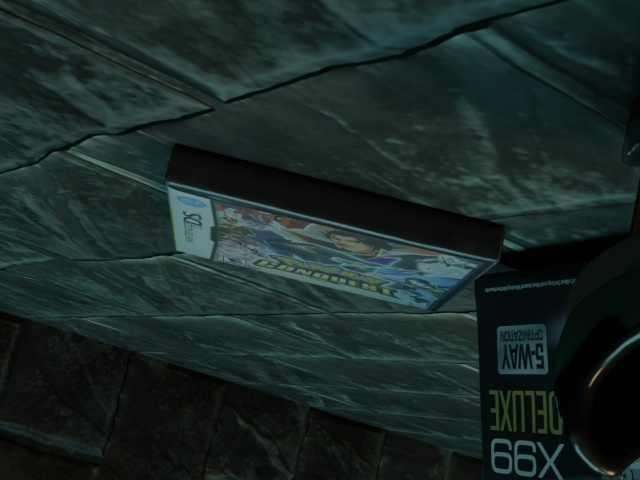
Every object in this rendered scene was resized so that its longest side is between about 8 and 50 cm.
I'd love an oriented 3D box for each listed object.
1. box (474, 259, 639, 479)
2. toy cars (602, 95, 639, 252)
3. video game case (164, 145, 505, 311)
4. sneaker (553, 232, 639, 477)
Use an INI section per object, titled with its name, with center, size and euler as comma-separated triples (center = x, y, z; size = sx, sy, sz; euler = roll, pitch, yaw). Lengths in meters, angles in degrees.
[box]
center = 0.243, 0.134, 0.839
size = 0.077, 0.242, 0.307
euler = 3, 173, -29
[toy cars]
center = 0.275, 0.049, 0.605
size = 0.176, 0.087, 0.393
euler = -29, 112, 36
[video game case]
center = 0.000, 0.000, 0.976
size = 0.275, 0.035, 0.248
euler = 14, 166, -3
[sneaker]
center = 0.229, 0.019, 0.461
size = 0.108, 0.121, 0.302
euler = 43, 128, -13
